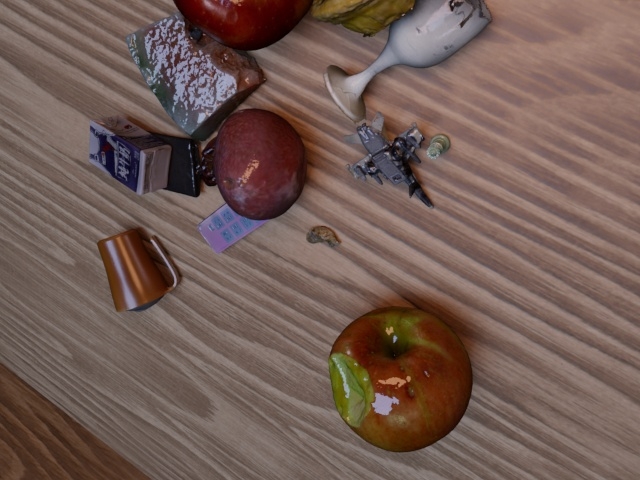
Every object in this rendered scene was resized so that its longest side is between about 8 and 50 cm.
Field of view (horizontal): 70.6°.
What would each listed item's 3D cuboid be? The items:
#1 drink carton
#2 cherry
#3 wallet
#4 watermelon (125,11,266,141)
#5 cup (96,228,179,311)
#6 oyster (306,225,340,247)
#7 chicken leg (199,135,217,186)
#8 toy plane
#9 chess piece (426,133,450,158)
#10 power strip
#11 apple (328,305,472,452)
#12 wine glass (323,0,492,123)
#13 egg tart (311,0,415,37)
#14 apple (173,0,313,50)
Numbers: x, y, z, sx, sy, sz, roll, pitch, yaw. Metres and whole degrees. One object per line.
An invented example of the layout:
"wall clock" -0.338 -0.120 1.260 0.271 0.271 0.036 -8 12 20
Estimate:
"drink carton" -0.537 -0.243 1.271 0.222 0.102 0.134 31 125 18
"cherry" -0.141 -0.170 1.048 0.221 0.307 0.261 -5 111 1
"wallet" -0.485 -0.237 1.330 0.321 0.044 0.170 15 120 24
"watermelon" -0.324 -0.399 1.094 0.302 0.151 0.264 -28 99 35
"cup" -0.605 0.096 1.502 0.226 0.182 0.264 -19 99 -1
"oyster" 0.000 0.000 1.196 0.083 0.038 0.081 -37 96 35
"chicken leg" -0.273 -0.229 1.219 0.093 0.053 0.205 18 132 -8
"toy plane" 0.167 -0.152 0.982 0.192 0.088 0.262 -29 109 38
"chess piece" 0.240 -0.192 0.937 0.042 0.093 0.042 11 118 22
"power strip" -0.244 -0.059 1.295 0.279 0.037 0.109 -30 99 35
"apple" 0.189 0.333 1.089 0.339 0.339 0.339 12 119 22
"wine glass" 0.159 -0.365 0.868 0.321 0.143 0.143 -30 98 33
"egg tart" 0.115 -0.456 0.773 0.290 0.290 0.115 -26 126 35
"apple" -0.154 -0.514 0.841 0.288 0.317 0.288 -7 121 -11
